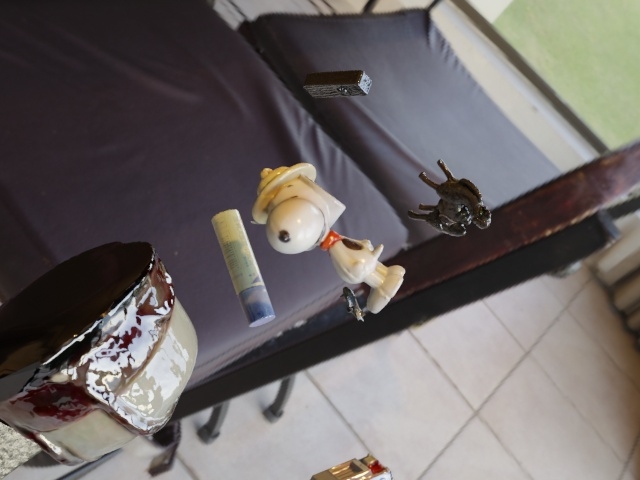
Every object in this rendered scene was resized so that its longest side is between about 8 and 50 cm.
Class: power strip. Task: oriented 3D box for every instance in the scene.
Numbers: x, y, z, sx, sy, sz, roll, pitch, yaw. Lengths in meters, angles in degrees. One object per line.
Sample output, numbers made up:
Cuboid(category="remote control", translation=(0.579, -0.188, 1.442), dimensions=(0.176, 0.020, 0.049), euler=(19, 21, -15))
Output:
Cuboid(category="power strip", translation=(0.026, -0.243, 1.296), dimensions=(0.038, 0.111, 0.029), euler=(37, 65, -48))

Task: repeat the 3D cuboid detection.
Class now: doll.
Cuboid(category="doll", translation=(0.246, -0.064, 1.539), dimensions=(0.057, 0.139, 0.165), euler=(-24, 50, -36))
Cuboid(category="doll", translation=(0.009, -0.005, 1.398), dimensions=(0.271, 0.144, 0.208), euler=(29, 29, -22))

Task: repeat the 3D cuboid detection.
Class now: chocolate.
Cuboid(category="chocolate", translation=(-0.268, 0.144, 0.988), dimensions=(0.186, 0.284, 0.283), euler=(61, 29, -21))

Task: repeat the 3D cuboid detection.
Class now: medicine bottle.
Cuboid(category="medicine bottle", translation=(-0.153, 0.054, 1.636), dimensions=(0.059, 0.059, 0.231), euler=(-5, 68, -48))

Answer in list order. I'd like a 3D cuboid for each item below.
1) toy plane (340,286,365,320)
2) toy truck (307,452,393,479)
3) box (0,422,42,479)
Cuboid(category="toy plane", translation=(0.068, 0.138, 1.799), dimensions=(0.083, 0.031, 0.078), euler=(58, 11, 19))
Cuboid(category="toy truck", translation=(0.023, 0.566, 1.746), dimensions=(0.268, 0.124, 0.155), euler=(-15, 104, -24))
Cuboid(category="box", translation=(-0.523, 0.267, 1.210), dimensions=(0.184, 0.273, 0.143), euler=(33, -25, 54))
